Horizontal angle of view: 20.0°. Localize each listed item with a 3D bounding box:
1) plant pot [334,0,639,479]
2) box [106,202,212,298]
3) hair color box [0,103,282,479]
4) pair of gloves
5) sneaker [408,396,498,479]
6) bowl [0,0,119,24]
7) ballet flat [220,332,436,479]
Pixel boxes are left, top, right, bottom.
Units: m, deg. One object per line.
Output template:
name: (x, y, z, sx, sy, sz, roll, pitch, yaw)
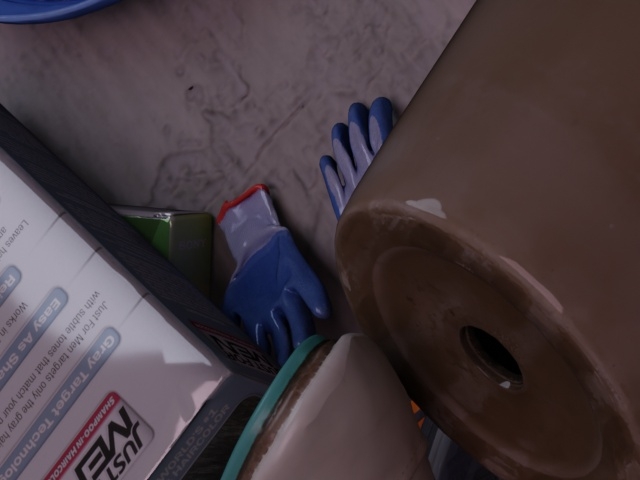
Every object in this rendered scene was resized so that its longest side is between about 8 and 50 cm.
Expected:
plant pot: (0.169, -0.027, 0.864, 0.323, 0.280, 0.323, 38, 155, 21)
box: (-0.190, 0.130, 1.279, 0.232, 0.058, 0.322, 6, 98, 28)
hair color box: (-0.198, 0.054, 1.148, 0.374, 0.113, 0.185, 41, 97, 32)
pair of gloves: (0.000, 0.000, 1.143, 0.198, 0.023, 0.159, -37, 47, 28)
sneaker: (0.011, 0.132, 1.131, 0.180, 0.124, 0.321, 28, 107, 22)
bowl: (-0.188, -0.340, 1.224, 0.391, 0.077, 0.391, 2, 95, 28)
ballet flat: (0.003, 0.170, 0.952, 0.139, 0.139, 0.400, 51, 153, 15)
